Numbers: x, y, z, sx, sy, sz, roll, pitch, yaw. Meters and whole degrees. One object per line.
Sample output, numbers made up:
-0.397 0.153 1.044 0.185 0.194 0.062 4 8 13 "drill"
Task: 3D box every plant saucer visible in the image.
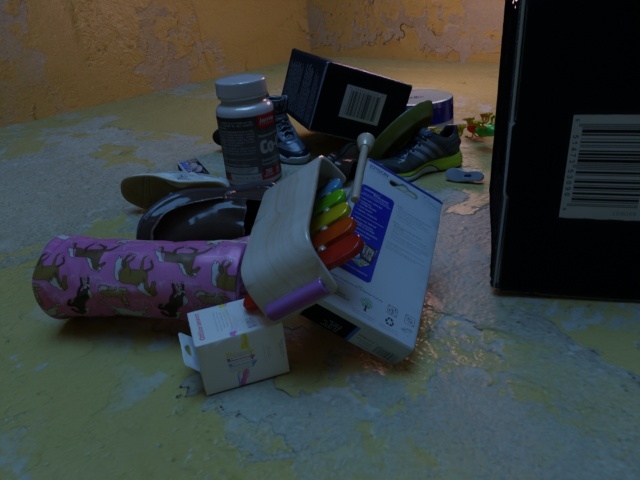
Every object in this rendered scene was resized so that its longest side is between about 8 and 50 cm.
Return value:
0.231 -0.293 1.556 0.241 0.241 0.037 -30 76 -41 "plant saucer"

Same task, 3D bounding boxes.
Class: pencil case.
-0.283 0.064 0.944 0.385 0.167 0.160 0 48 10 "pencil case"

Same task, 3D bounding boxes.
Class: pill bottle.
-0.202 -0.307 1.548 0.161 0.283 0.161 -4 26 2 "pill bottle"

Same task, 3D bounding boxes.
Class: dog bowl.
0.335 -0.455 1.956 0.264 0.104 0.265 -4 25 2 "dog bowl"

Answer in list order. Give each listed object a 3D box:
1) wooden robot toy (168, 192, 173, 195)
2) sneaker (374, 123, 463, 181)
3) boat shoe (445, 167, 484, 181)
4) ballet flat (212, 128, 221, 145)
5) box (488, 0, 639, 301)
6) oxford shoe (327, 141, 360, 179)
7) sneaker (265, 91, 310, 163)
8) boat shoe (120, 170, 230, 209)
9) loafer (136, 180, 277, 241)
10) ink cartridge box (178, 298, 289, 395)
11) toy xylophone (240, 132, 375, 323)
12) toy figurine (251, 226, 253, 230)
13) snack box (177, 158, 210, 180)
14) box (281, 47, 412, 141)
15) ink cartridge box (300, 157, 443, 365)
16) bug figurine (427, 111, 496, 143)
-0.318 -0.062 1.344 0.173 0.076 0.079 7 64 35 "wooden robot toy"
0.259 -0.243 1.511 0.299 0.121 0.111 -19 28 -26 "sneaker"
0.377 -0.169 1.445 0.100 0.035 0.035 6 0 30 "boat shoe"
-0.225 -0.345 1.860 0.280 0.095 0.096 -6 41 -1 "ballet flat"
0.471 -0.217 1.007 0.297 0.480 0.472 3 27 13 "box"
0.086 -0.212 1.557 0.096 0.083 0.227 26 32 11 "oxford shoe"
-0.120 -0.357 1.725 0.101 0.153 0.268 -23 52 -26 "sneaker"
-0.373 -0.134 1.450 0.276 0.098 0.096 4 25 -2 "boat shoe"
-0.207 -0.047 1.184 0.365 0.134 0.130 -22 30 -30 "loafer"
-0.129 0.151 0.811 0.143 0.090 0.092 -13 27 -14 "ink cartridge box"
-0.010 -0.033 0.821 0.236 0.081 0.323 -26 29 30 "toy xylophone"
0.000 0.000 1.031 0.213 0.148 0.209 11 30 30 "toy figurine"
-0.386 -0.211 1.687 0.064 0.022 0.178 -17 28 -19 "snack box"
0.064 -0.471 1.820 0.293 0.212 0.395 9 20 -22 "box"
0.094 0.019 0.887 0.165 0.065 0.333 30 47 -6 "ink cartridge box"
0.418 -0.323 1.682 0.278 0.072 0.216 -16 15 -10 "bug figurine"
